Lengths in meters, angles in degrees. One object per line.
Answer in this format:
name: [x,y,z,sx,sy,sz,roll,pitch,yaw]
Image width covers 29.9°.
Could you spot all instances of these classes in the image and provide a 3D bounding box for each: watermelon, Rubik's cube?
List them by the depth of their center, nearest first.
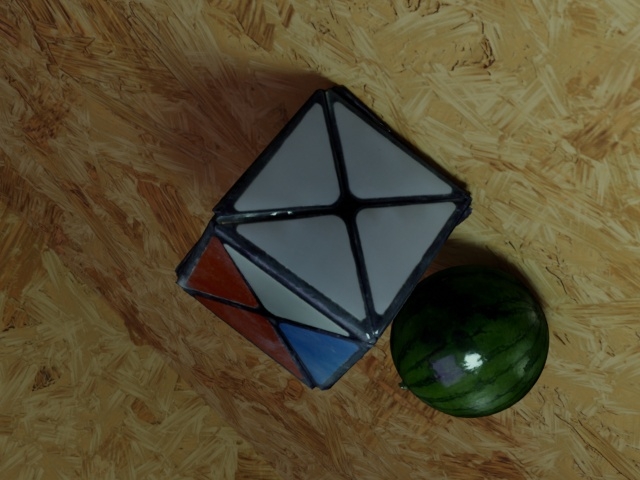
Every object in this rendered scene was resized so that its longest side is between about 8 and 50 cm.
Rubik's cube: [0.000,0.000,1.813,0.307,0.310,0.305,38,154,1]
watermelon: [0.227,0.154,1.830,0.242,0.242,0.242,28,149,18]
